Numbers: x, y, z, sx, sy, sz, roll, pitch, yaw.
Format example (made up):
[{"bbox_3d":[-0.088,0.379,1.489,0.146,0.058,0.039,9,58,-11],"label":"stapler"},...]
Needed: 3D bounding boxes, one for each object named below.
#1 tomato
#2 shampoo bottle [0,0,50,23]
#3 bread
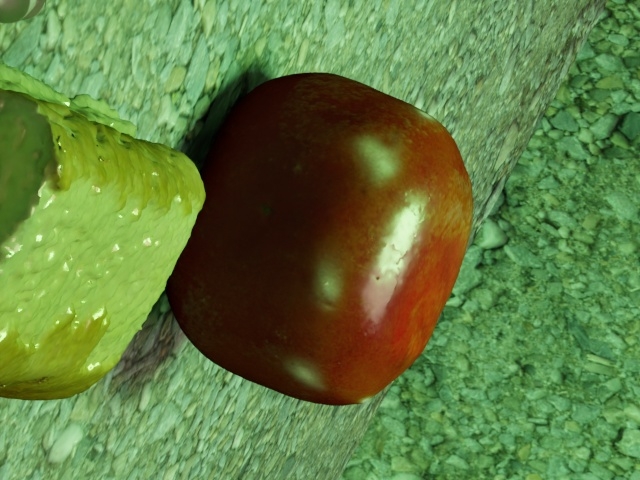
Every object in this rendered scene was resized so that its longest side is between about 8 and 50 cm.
[{"bbox_3d":[0.000,0.000,1.843,0.325,0.293,0.290,-61,151,4],"label":"tomato"},{"bbox_3d":[-0.166,-0.238,1.233,0.303,0.092,0.092,-56,162,-36],"label":"shampoo bottle"},{"bbox_3d":[-0.223,0.005,1.264,0.236,0.165,0.375,-56,168,5],"label":"bread"}]
